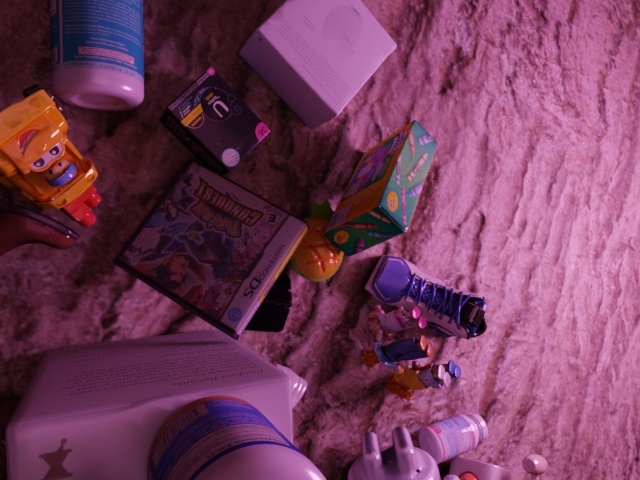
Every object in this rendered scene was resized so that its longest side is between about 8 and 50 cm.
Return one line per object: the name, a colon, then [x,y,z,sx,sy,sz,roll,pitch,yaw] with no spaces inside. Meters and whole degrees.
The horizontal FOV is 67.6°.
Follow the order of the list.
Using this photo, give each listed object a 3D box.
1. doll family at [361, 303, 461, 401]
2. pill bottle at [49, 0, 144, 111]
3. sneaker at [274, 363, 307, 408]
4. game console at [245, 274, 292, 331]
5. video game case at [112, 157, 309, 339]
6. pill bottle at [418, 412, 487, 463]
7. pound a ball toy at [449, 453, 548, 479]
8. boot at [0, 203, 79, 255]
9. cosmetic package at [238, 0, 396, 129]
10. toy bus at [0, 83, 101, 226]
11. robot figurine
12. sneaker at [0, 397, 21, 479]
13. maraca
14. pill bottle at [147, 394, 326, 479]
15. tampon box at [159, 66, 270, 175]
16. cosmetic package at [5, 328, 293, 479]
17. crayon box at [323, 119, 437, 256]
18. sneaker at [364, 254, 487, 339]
doll family: [0.184,0.272,1.082,0.262,0.163,0.118,55,40,-15]
pill bottle: [-0.382,-0.369,0.823,0.146,0.146,0.263,-1,90,-25]
sneaker: [-0.112,0.343,0.962,0.094,0.080,0.212,41,42,-6]
game console: [-0.128,0.128,1.011,0.122,0.071,0.107,10,55,-26]
video game case: [-0.201,0.008,0.891,0.275,0.035,0.248,29,75,10]
pill bottle: [0.329,0.482,1.180,0.160,0.087,0.087,-9,93,-25]
pound a ball toy: [0.391,0.640,1.106,0.136,0.208,0.318,33,62,-37]
boot: [-0.559,0.070,0.762,0.264,0.096,0.280,16,84,-25]
cosmetic package: [-0.005,-0.400,1.005,0.224,0.138,0.224,44,71,-18]
toy bus: [-0.433,-0.112,0.762,0.149,0.220,0.211,-49,114,-23]
robot figurine: [0.175,0.598,1.042,0.300,0.200,0.352,-10,94,7]
sneaker: [-0.525,0.359,0.790,0.071,0.066,0.188,9,86,-26]
maraca: [0.000,0.000,1.027,0.127,0.099,0.185,33,64,-22]
pill bottle: [-0.075,0.256,0.455,0.153,0.272,0.152,1,89,-25]
tampon box: [-0.205,-0.223,0.928,0.161,0.101,0.120,45,73,-18]
cosmetic package: [-0.257,0.343,0.736,0.330,0.394,0.326,-2,90,-24]
crayon box: [0.130,-0.112,1.002,0.081,0.165,0.278,41,51,-19]
sneaker: [0.277,0.136,1.108,0.316,0.182,0.127,32,75,-22]
